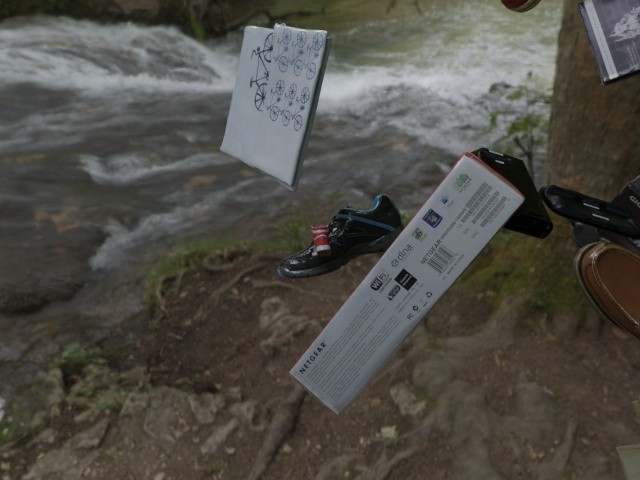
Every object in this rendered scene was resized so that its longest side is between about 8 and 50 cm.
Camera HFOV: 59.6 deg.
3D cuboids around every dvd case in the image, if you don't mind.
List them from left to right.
[{"bbox_3d":[0.539,-0.351,0.874,0.221,0.018,0.164,-16,66,25],"label":"dvd case"}]

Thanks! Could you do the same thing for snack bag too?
[{"bbox_3d":[-0.116,-0.310,1.228,0.037,0.323,0.342,0,22,-39],"label":"snack bag"}]

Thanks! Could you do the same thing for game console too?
[{"bbox_3d":[0.441,-0.065,1.049,0.361,0.044,0.213,15,39,-9],"label":"game console"}]

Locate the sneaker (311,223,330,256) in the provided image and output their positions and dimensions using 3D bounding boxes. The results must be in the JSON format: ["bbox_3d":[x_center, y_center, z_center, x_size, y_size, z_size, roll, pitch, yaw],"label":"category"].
[{"bbox_3d":[0.000,0.000,1.250,0.042,0.118,0.067,-7,81,-8],"label":"sneaker"}]

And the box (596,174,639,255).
[{"bbox_3d":[0.789,0.021,1.311,0.073,0.293,0.295,-36,70,-10],"label":"box"}]

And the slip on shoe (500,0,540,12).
[{"bbox_3d":[0.371,-0.570,0.959,0.101,0.331,0.123,14,6,-30],"label":"slip on shoe"}]

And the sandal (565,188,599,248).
[{"bbox_3d":[0.581,-0.059,1.256,0.067,0.040,0.179,-16,44,16],"label":"sandal"}]

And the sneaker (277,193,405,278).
[{"bbox_3d":[0.044,-0.004,1.387,0.341,0.139,0.125,-22,4,-12],"label":"sneaker"}]

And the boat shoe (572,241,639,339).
[{"bbox_3d":[0.500,0.114,0.790,0.307,0.104,0.111,43,86,1],"label":"boat shoe"}]

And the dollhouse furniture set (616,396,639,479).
[{"bbox_3d":[0.765,0.423,1.024,0.355,0.174,0.303,0,67,-18],"label":"dollhouse furniture set"}]

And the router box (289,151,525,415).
[{"bbox_3d":[0.126,0.039,0.761,0.082,0.335,0.301,39,16,8],"label":"router box"}]
